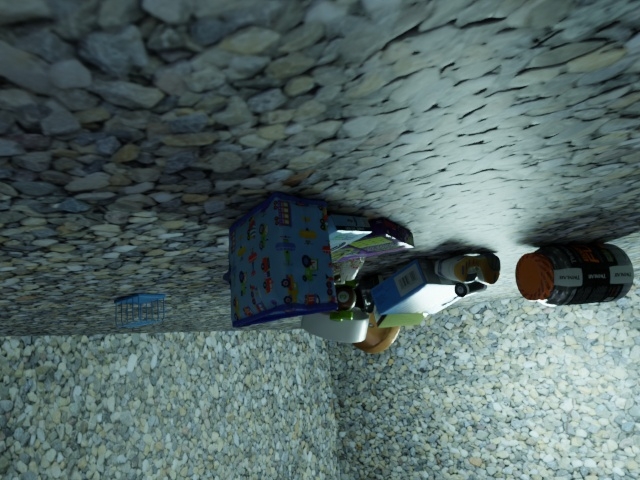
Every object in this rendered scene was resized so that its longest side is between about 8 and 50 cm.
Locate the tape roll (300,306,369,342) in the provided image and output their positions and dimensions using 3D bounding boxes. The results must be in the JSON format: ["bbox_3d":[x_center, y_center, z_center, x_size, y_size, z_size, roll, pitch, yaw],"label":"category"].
[{"bbox_3d":[0.064,0.338,2.173,0.286,0.100,0.286,11,-174,-1],"label":"tape roll"}]

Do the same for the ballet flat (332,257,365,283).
[{"bbox_3d":[0.075,0.095,1.609,0.091,0.077,0.241,1,164,-23],"label":"ballet flat"}]

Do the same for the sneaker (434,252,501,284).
[{"bbox_3d":[0.511,0.089,1.766,0.296,0.112,0.131,9,178,-43],"label":"sneaker"}]

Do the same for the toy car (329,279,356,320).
[{"bbox_3d":[0.027,0.215,1.959,0.188,0.155,0.149,16,161,-24],"label":"toy car"}]

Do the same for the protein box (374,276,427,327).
[{"bbox_3d":[0.344,0.256,2.137,0.199,0.136,0.201,-2,147,-17],"label":"protein box"}]

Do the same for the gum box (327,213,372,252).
[{"bbox_3d":[0.000,0.000,1.148,0.184,0.041,0.157,-29,165,30],"label":"gum box"}]

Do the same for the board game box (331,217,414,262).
[{"bbox_3d":[0.048,0.015,1.340,0.346,0.056,0.208,-12,161,26],"label":"board game box"}]

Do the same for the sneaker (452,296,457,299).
[{"bbox_3d":[0.573,0.232,2.330,0.153,0.094,0.235,-22,172,16],"label":"sneaker"}]

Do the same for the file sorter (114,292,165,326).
[{"bbox_3d":[-0.687,0.267,1.946,0.170,0.105,0.118,-17,163,37],"label":"file sorter"}]

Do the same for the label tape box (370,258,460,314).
[{"bbox_3d":[0.385,0.177,1.884,0.333,0.106,0.240,7,144,-43],"label":"label tape box"}]

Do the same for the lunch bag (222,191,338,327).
[{"bbox_3d":[-0.120,0.056,1.058,0.138,0.221,0.293,7,162,-42],"label":"lunch bag"}]

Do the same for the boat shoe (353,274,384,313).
[{"bbox_3d":[0.176,0.224,2.075,0.113,0.127,0.340,-4,164,-6],"label":"boat shoe"}]

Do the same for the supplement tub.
[{"bbox_3d":[0.855,0.116,1.738,0.337,0.207,0.207,-2,166,-16],"label":"supplement tub"}]

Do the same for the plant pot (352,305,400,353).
[{"bbox_3d":[0.202,0.363,2.404,0.290,0.291,0.203,-17,145,39],"label":"plant pot"}]

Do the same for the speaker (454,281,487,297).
[{"bbox_3d":[0.535,0.165,1.815,0.136,0.055,0.055,-6,170,-41],"label":"speaker"}]
